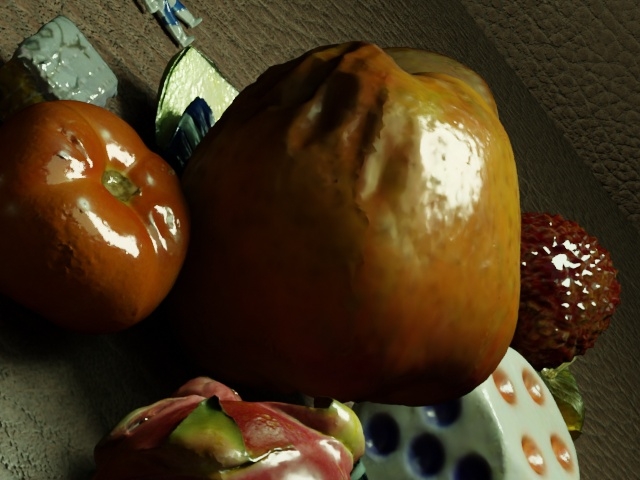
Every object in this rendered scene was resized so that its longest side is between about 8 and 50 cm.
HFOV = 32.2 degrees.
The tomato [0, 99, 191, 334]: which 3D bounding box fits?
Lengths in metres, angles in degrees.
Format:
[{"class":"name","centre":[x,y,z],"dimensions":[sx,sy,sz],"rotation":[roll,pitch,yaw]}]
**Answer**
[{"class":"tomato","centre":[-0.261,-0.026,1.160],"dimensions":[0.260,0.180,0.260],"rotation":[44,26,-28]}]

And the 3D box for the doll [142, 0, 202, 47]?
[{"class":"doll","centre":[-0.268,-0.412,1.733],"dimensions":[0.227,0.057,0.114],"rotation":[50,30,-24]}]

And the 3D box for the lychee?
[{"class":"lychee","centre":[0.321,0.082,1.741],"dimensions":[0.300,0.264,0.264],"rotation":[-17,73,-24]}]

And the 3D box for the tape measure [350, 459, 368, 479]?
[{"class":"tape measure","centre":[-0.020,0.298,1.336],"dimensions":[0.182,0.107,0.181],"rotation":[22,40,-52]}]

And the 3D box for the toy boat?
[{"class":"toy boat","centre":[-0.115,-0.073,1.565],"dimensions":[0.292,0.070,0.210],"rotation":[19,75,-53]}]

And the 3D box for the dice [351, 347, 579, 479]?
[{"class":"dice","centre":[0.205,0.306,1.591],"dimensions":[0.259,0.243,0.251],"rotation":[17,47,-59]}]

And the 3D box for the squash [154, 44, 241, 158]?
[{"class":"squash","centre":[-0.193,-0.157,1.585],"dimensions":[0.192,0.085,0.184],"rotation":[43,61,-43]}]

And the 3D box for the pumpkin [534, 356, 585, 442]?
[{"class":"pumpkin","centre":[0.344,0.242,1.940],"dimensions":[0.317,0.222,0.139],"rotation":[45,29,-26]}]

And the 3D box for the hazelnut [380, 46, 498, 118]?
[{"class":"hazelnut","centre":[0.164,-0.174,2.005],"dimensions":[0.372,0.315,0.372],"rotation":[-1,90,-82]}]

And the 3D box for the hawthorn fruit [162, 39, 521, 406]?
[{"class":"hawthorn fruit","centre":[0.023,-0.016,1.353],"dimensions":[0.472,0.472,0.471],"rotation":[43,29,-31]}]

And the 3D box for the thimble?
[{"class":"thimble","centre":[-0.314,-0.179,1.296],"dimensions":[0.118,0.127,0.151],"rotation":[50,31,-15]}]

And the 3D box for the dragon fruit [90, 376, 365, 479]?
[{"class":"dragon fruit","centre":[-0.077,0.259,1.049],"dimensions":[0.305,0.305,0.226],"rotation":[53,29,-12]}]
